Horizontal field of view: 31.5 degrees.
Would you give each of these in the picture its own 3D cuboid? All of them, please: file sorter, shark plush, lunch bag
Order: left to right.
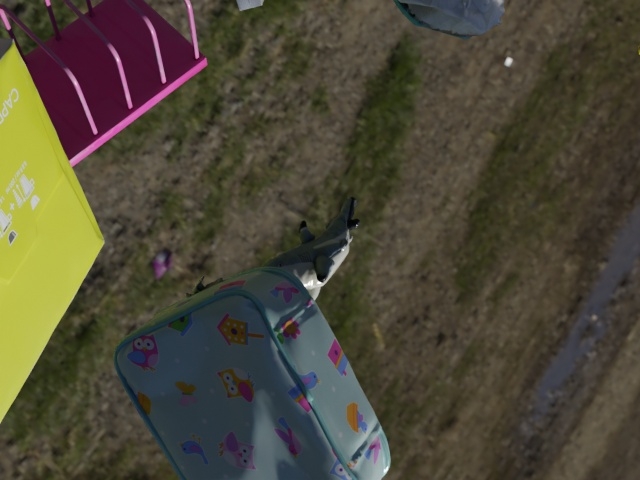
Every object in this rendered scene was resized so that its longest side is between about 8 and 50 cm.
[{"bbox_3d":[-0.351,-0.291,1.688,0.290,0.202,0.182,-40,160,-17],"label":"file sorter"},{"bbox_3d":[-0.075,0.171,1.175,0.224,0.279,0.108,-25,-172,31],"label":"lunch bag"},{"bbox_3d":[0.000,0.000,1.289,0.161,0.067,0.073,-53,175,-24],"label":"shark plush"}]

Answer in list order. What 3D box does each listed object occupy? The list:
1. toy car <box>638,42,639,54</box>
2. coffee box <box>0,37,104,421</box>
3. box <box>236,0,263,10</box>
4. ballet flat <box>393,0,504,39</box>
[{"bbox_3d":[0.493,-0.194,1.248,0.239,0.225,0.053,49,32,-30],"label":"toy car"},{"bbox_3d":[-0.516,-0.013,1.370,0.338,0.334,0.338,-69,154,-43],"label":"coffee box"},{"bbox_3d":[-0.107,-0.432,1.631,0.186,0.038,0.145,-80,156,-59],"label":"box"},{"bbox_3d":[0.088,-0.375,0.976,0.146,0.409,0.147,-8,157,-4],"label":"ballet flat"}]
